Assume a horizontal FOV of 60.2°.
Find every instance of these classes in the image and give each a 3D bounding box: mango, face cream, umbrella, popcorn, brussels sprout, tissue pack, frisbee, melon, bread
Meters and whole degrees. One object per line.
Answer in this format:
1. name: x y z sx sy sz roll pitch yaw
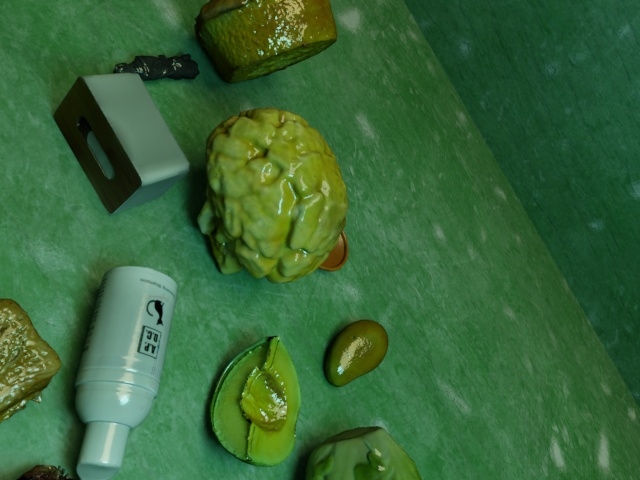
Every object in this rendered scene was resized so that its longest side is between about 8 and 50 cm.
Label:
1. mango: 0.093 0.288 1.433 0.227 0.099 0.136 -34 100 -40
2. face cream: -0.353 0.239 0.978 0.145 0.145 0.370 24 53 -34
3. umbrella: -0.402 -0.422 1.362 0.066 0.059 0.235 48 39 12
4. popcorn: -0.092 -0.101 1.263 0.344 0.354 0.390 -17 125 -48
5. brussels sprout: 0.110 0.588 1.144 0.315 0.276 0.371 -19 81 -51
6. tissue pack: -0.414 -0.206 1.157 0.136 0.159 0.246 -31 91 -50
7. frisbee: 0.000 0.000 1.539 0.192 0.035 0.192 23 52 -34
8. melon: -0.132 0.356 1.162 0.169 0.129 0.265 55 33 -41
9. bread: -0.576 0.243 0.789 0.380 0.109 0.185 -38 101 -47
10. bread: -0.140 -0.569 1.469 0.398 0.398 0.215 -32 106 -48

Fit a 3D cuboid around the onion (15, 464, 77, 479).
1. onion: -0.386 0.470 0.775 0.221 0.281 0.281 -34 95 -5
